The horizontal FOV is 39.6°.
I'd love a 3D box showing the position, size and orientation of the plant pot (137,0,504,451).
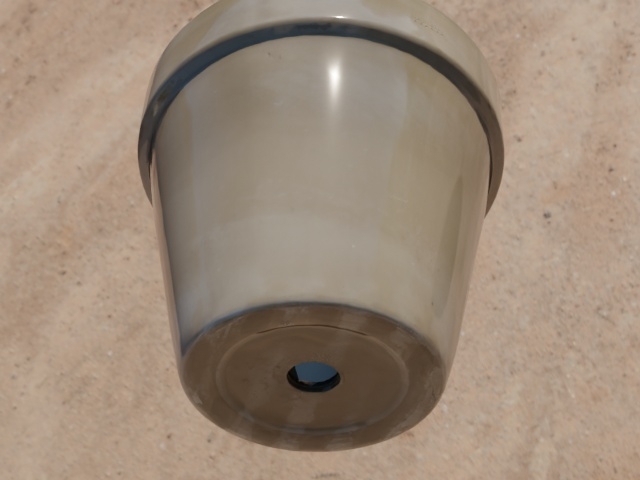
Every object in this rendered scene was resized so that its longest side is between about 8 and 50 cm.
[{"bbox_3d":[0.000,0.000,0.714,0.323,0.323,0.280,-16,44,16],"label":"plant pot"}]
